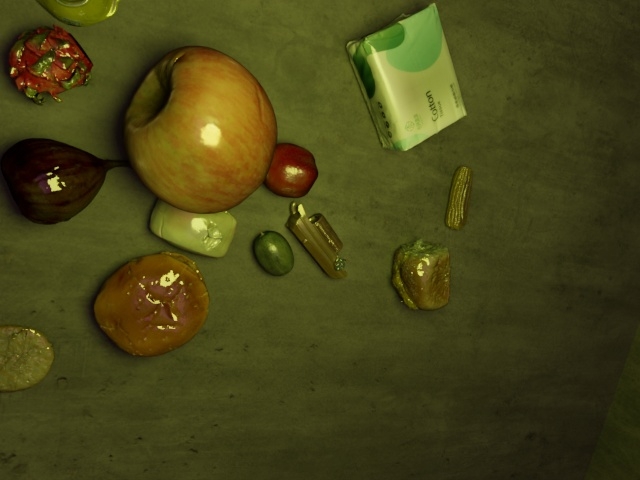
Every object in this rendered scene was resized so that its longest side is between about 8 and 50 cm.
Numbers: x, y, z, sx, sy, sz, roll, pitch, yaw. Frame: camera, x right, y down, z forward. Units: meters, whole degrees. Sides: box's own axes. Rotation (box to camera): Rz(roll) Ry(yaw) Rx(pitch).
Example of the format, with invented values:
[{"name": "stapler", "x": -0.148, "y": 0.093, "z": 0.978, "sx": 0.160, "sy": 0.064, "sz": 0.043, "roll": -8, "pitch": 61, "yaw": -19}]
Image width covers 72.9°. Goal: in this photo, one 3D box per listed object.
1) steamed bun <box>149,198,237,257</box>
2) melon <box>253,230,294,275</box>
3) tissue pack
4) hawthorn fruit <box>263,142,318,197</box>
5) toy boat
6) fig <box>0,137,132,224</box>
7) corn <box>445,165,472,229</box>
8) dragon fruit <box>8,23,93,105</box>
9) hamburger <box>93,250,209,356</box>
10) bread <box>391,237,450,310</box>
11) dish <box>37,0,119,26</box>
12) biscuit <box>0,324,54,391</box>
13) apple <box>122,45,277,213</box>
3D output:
[{"name": "steamed bun", "x": -0.362, "y": -0.041, "z": 1.254, "sx": 0.238, "sy": 0.152, "sz": 0.170, "roll": 24, "pitch": 94, "yaw": -26}, {"name": "melon", "x": -0.148, "y": 0.037, "z": 1.376, "sx": 0.114, "sy": 0.114, "sz": 0.167, "roll": -33, "pitch": 114, "yaw": -10}, {"name": "tissue pack", "x": 0.268, "y": -0.496, "z": 1.346, "sx": 0.266, "sy": 0.194, "sz": 0.356, "roll": -31, "pitch": 112, "yaw": -12}, {"name": "hawthorn fruit", "x": -0.107, "y": -0.209, "z": 1.305, "sx": 0.188, "sy": 0.169, "sz": 0.169, "roll": 6, "pitch": 102, "yaw": -22}, {"name": "toy boat", "x": 0.000, "y": 0.000, "z": 1.433, "sx": 0.115, "sy": 0.089, "sz": 0.310, "roll": -42, "pitch": 113, "yaw": -9}, {"name": "fig", "x": -0.628, "y": -0.171, "z": 1.134, "sx": 0.321, "sy": 0.217, "sz": 0.217, "roll": -25, "pitch": 114, "yaw": -43}, {"name": "corn", "x": 0.511, "y": -0.154, "z": 1.590, "sx": 0.080, "sy": 0.080, "sz": 0.231, "roll": 3, "pitch": 100, "yaw": -21}, {"name": "dragon fruit", "x": -0.657, "y": -0.421, "z": 1.058, "sx": 0.172, "sy": 0.160, "sz": 0.166, "roll": -33, "pitch": 145, "yaw": -7}, {"name": "hamburger", "x": -0.484, "y": 0.186, "z": 1.262, "sx": 0.314, "sy": 0.170, "sz": 0.290, "roll": -33, "pitch": 106, "yaw": -8}, {"name": "bread", "x": 0.344, "y": 0.114, "z": 1.533, "sx": 0.176, "sy": 0.195, "sz": 0.246, "roll": -9, "pitch": 105, "yaw": -25}, {"name": "dish", "x": -0.600, "y": -0.610, "z": 1.061, "sx": 0.207, "sy": 0.080, "sz": 0.149, "roll": -9, "pitch": 107, "yaw": -16}, {"name": "biscuit", "x": -0.879, "y": 0.334, "z": 1.227, "sx": 0.219, "sy": 0.033, "sz": 0.220, "roll": -5, "pitch": 106, "yaw": -18}, {"name": "apple", "x": -0.294, "y": -0.265, "z": 1.108, "sx": 0.346, "sy": 0.391, "sz": 0.391, "roll": 33, "pitch": 91, "yaw": -44}]
